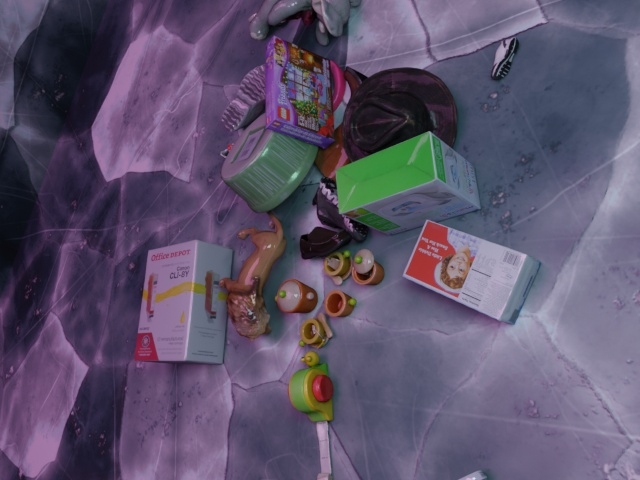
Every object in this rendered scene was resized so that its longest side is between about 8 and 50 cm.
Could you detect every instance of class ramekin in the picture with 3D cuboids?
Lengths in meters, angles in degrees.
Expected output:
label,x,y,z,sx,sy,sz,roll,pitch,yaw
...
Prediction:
label,x,y,z,sx,sy,sz,roll,pitch,yaw
ramekin,-0.162,-0.247,1.643,0.303,0.148,0.303,-36,32,28

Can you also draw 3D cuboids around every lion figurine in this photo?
label,x,y,z,sx,sy,sz,roll,pitch,yaw
lion figurine,-0.184,0.082,1.611,0.240,0.142,0.392,27,102,62

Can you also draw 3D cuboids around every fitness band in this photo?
label,x,y,z,sx,sy,sz,roll,pitch,yaw
fitness band,-0.048,-0.460,1.750,0.290,0.054,0.209,-22,63,32

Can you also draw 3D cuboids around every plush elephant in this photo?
label,x,y,z,sx,sy,sz,roll,pitch,yaw
plush elephant,-0.017,-0.731,1.698,0.272,0.255,0.330,-54,7,-33

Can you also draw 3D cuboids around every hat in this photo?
label,x,y,z,sx,sy,sz,roll,pitch,yaw
hat,0.174,-0.302,1.395,0.331,0.134,0.331,1,93,30

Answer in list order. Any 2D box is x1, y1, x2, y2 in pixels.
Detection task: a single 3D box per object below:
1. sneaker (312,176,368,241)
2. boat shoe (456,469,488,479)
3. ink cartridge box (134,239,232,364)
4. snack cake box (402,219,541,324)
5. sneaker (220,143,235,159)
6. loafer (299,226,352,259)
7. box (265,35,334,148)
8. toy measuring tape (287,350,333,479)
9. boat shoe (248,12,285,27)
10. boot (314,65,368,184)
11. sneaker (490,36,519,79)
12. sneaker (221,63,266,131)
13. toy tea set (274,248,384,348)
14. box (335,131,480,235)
label,x,y,z,sx,sy,sz,roll,pitch,yaw
sneaker,0.049,-0.067,1.532,0.106,0.078,0.234,-54,54,30
boat shoe,0.265,0.568,1.149,0.228,0.080,0.076,-37,54,17
ink cartridge box,-0.454,0.210,1.808,0.279,0.160,0.385,-10,70,38
snack cake box,0.335,0.067,1.235,0.264,0.089,0.152,25,95,42
sneaker,-0.277,-0.311,1.881,0.161,0.075,0.057,-17,66,36
loafer,0.000,0.000,1.499,0.220,0.080,0.078,-18,99,54
box,-0.060,-0.427,1.574,0.057,0.200,0.293,-32,53,49
toy measuring tape,-0.025,0.449,1.402,0.121,0.121,0.330,-18,65,35
boat shoe,-0.146,-0.805,1.943,0.233,0.084,0.079,-19,101,28
boot,0.071,-0.343,1.614,0.280,0.096,0.264,-48,58,28
sneaker,0.447,-0.445,1.342,0.043,0.040,0.109,29,92,58
sneaker,-0.228,-0.495,1.872,0.281,0.115,0.105,-40,87,25
toy tea set,0.010,0.128,1.465,0.336,0.124,0.200,-48,51,19
box,0.209,-0.126,1.307,0.262,0.231,0.127,-17,65,35
